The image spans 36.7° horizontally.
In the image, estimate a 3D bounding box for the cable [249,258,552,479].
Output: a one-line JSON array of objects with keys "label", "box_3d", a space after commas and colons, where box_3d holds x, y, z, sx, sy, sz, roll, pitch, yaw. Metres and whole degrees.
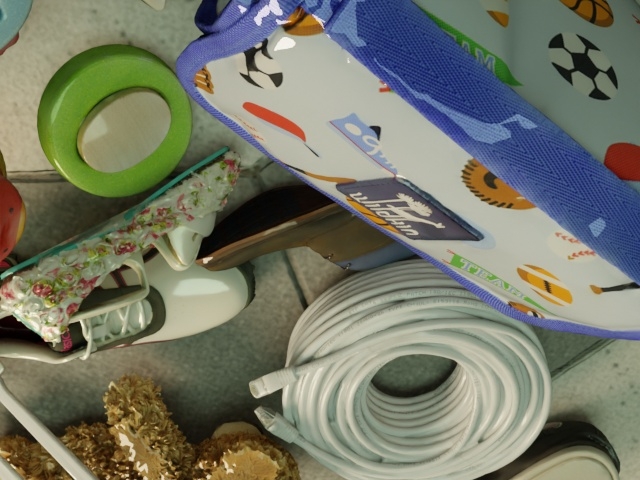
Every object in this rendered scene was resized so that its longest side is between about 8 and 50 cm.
[{"label": "cable", "box_3d": [0.091, 0.137, 0.939, 0.257, 0.089, 0.257, -34, 119, 17]}]

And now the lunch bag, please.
[{"label": "lunch bag", "box_3d": [0.089, -0.119, 0.654, 0.328, 0.385, 0.239, 35, 109, -19]}]

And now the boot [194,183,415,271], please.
[{"label": "boot", "box_3d": [0.000, 0.000, 0.872, 0.219, 0.082, 0.106, -26, 117, 1]}]

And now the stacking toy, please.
[{"label": "stacking toy", "box_3d": [-0.213, -0.122, 0.722, 0.279, 0.130, 0.309, -10, 118, -25]}]

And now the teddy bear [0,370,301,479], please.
[{"label": "teddy bear", "box_3d": [-0.182, 0.246, 0.989, 0.338, 0.113, 0.245, -24, 109, 17]}]

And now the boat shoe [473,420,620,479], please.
[{"label": "boat shoe", "box_3d": [0.160, 0.290, 1.032, 0.335, 0.095, 0.112, -27, 100, 15]}]

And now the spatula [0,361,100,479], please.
[{"label": "spatula", "box_3d": [-0.325, 0.206, 0.939, 0.242, 0.019, 0.168, 43, 104, 9]}]

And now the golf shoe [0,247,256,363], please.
[{"label": "golf shoe", "box_3d": [-0.192, 0.069, 0.881, 0.272, 0.120, 0.105, -7, 115, -2]}]

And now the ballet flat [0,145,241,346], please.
[{"label": "ballet flat", "box_3d": [-0.156, 0.007, 0.824, 0.241, 0.091, 0.077, -33, 92, -21]}]
